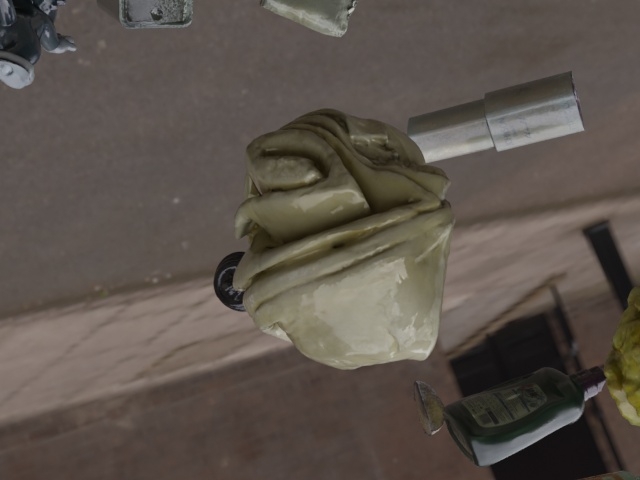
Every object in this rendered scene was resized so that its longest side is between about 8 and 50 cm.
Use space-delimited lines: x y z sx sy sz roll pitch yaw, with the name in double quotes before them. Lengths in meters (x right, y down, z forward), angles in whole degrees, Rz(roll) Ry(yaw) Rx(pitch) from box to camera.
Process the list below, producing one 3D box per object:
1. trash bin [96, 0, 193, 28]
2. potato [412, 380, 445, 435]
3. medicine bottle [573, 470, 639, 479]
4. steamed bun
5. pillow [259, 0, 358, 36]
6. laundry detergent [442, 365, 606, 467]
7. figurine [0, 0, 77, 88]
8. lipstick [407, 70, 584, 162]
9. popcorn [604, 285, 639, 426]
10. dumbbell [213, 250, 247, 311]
"trash bin" -0.299 -0.441 1.930 0.122 0.164 0.240 -5 -165 -21
"potato" 0.172 0.263 1.813 0.036 0.093 0.037 -6 143 -14
"medicine bottle" 0.233 0.332 1.194 0.318 0.158 0.158 -9 168 -6
"steamed bun" 0.002 -0.001 1.255 0.203 0.289 0.276 15 153 -25
"pillow" -0.021 -0.463 2.189 0.181 0.134 0.078 21 150 -3
"laundry detergent" 0.288 0.226 1.615 0.221 0.078 0.144 -26 -161 -8
"figurine" -0.373 -0.275 1.337 0.193 0.140 0.265 3 -150 -8
"lipstick" 0.258 -0.175 1.728 0.252 0.079 0.077 -14 -145 17
"popcorn" 0.380 0.118 1.129 0.168 0.195 0.174 -52 163 -69
"dumbbell" -0.111 0.063 1.893 0.099 0.099 0.208 -25 175 20
